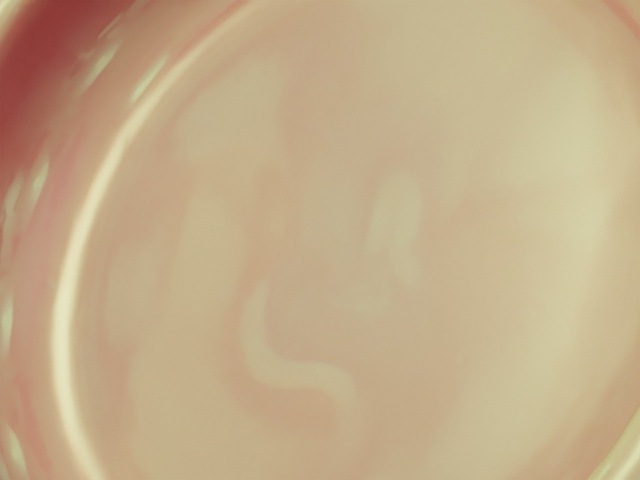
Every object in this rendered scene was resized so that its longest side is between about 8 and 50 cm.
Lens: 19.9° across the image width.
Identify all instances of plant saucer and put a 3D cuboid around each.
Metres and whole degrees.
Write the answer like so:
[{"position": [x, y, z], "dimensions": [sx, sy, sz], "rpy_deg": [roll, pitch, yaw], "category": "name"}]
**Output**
[{"position": [0.000, 0.000, 0.591], "dimensions": [0.332, 0.084, 0.332], "rpy_deg": [-13, 63, 28], "category": "plant saucer"}]
